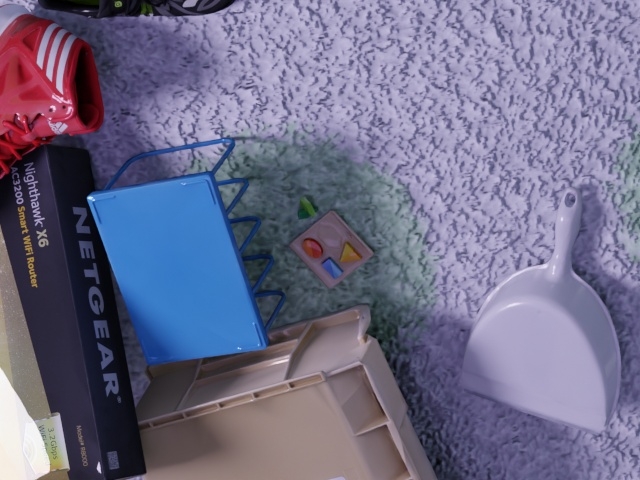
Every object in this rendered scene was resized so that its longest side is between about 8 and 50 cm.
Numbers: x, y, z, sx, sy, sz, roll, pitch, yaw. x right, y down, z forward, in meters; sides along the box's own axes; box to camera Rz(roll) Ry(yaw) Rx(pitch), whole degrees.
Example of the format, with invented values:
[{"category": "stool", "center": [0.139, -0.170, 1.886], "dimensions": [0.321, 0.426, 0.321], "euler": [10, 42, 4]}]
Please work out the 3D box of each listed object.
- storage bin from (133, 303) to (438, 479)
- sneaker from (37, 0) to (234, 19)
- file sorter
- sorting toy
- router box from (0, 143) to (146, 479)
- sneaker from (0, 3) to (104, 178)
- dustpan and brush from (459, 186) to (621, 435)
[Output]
[{"category": "storage bin", "center": [-0.016, 0.222, 1.720], "dimensions": [0.260, 0.123, 0.262], "euler": [-17, 109, 23]}, {"category": "sneaker", "center": [-0.155, -0.213, 1.564], "dimensions": [0.188, 0.078, 0.067], "euler": [0, 116, 15]}, {"category": "file sorter", "center": [-0.112, 0.007, 1.648], "dimensions": [0.118, 0.104, 0.170], "euler": [-9, 113, 20]}, {"category": "sorting toy", "center": [0.000, 0.000, 1.665], "dimensions": [0.062, 0.012, 0.083], "euler": [-38, 101, 29]}, {"category": "router box", "center": [-0.307, 0.089, 1.684], "dimensions": [0.242, 0.081, 0.309], "euler": [-14, 83, 22]}, {"category": "sneaker", "center": [-0.271, -0.091, 1.588], "dimensions": [0.128, 0.087, 0.221], "euler": [22, 87, 31]}, {"category": "dustpan and brush", "center": [0.204, 0.054, 1.616], "dimensions": [0.147, 0.060, 0.211], "euler": [17, 127, 22]}]
